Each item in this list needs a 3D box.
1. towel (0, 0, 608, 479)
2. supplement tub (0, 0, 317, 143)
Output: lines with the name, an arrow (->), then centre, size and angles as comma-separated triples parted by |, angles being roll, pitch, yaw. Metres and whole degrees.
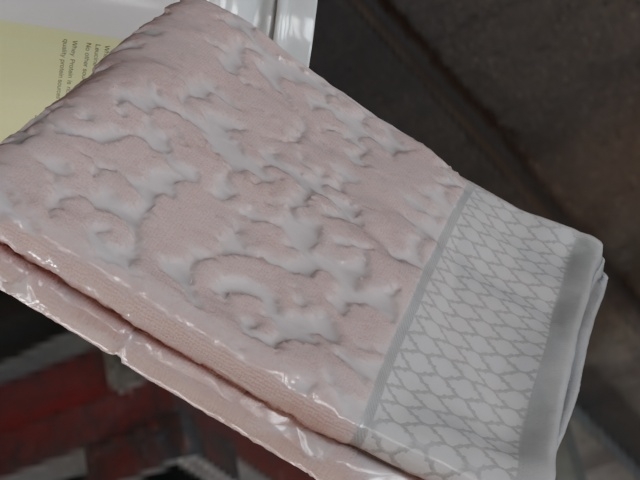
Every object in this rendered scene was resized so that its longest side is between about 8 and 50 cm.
towel -> 0.000, 0.000, 0.889 | 0.317, 0.332, 0.053 | 31, 117, 1
supplement tub -> -0.177, -0.172, 1.350 | 0.324, 0.235, 0.235 | 8, 147, -7
